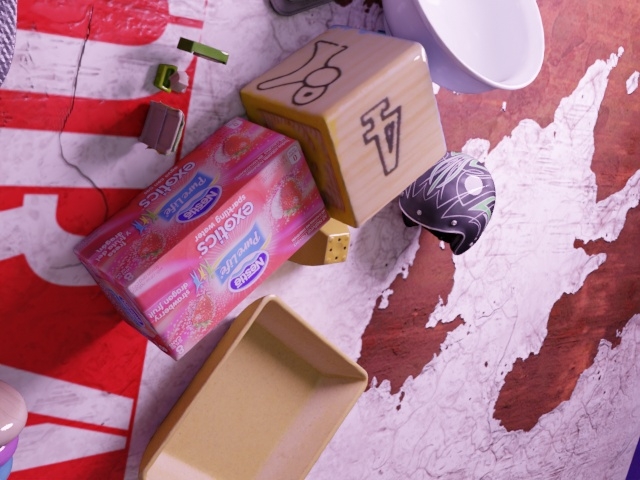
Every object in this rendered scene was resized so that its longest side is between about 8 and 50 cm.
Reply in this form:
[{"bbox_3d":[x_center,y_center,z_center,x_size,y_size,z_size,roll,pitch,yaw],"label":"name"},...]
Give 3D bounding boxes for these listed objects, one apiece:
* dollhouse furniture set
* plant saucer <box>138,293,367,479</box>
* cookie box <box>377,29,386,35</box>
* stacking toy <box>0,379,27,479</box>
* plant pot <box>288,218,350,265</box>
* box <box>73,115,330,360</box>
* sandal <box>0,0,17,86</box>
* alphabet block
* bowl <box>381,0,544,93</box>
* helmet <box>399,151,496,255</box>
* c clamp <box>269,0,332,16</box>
[{"bbox_3d":[-0.174,-0.179,1.129,0.058,0.076,0.152,12,100,-45],"label":"dollhouse furniture set"},{"bbox_3d":[-0.110,0.276,1.404,0.333,0.081,0.333,-55,137,-10],"label":"plant saucer"},{"bbox_3d":[0.124,-0.274,1.396,0.092,0.040,0.107,-7,113,-41],"label":"cookie box"},{"bbox_3d":[-0.456,0.332,1.079,0.141,0.141,0.330,-3,118,-43],"label":"stacking toy"},{"bbox_3d":[0.000,0.000,1.375,0.081,0.083,0.081,-7,114,-41],"label":"plant pot"},{"bbox_3d":[-0.151,-0.008,1.183,0.300,0.142,0.154,-42,134,-21],"label":"box"},{"bbox_3d":[-0.369,-0.254,0.933,0.097,0.054,0.254,17,87,-54],"label":"sandal"},{"bbox_3d":[0.036,-0.167,1.255,0.197,0.192,0.193,-39,130,-23],"label":"alphabet block"},{"bbox_3d":[0.190,-0.336,1.321,0.298,0.134,0.298,18,60,-35],"label":"bowl"},{"bbox_3d":[0.216,-0.070,1.495,0.169,0.169,0.161,-46,150,-18],"label":"helmet"},{"bbox_3d":[-0.025,-0.382,1.216,0.160,0.022,0.137,-23,123,-35],"label":"c clamp"}]
